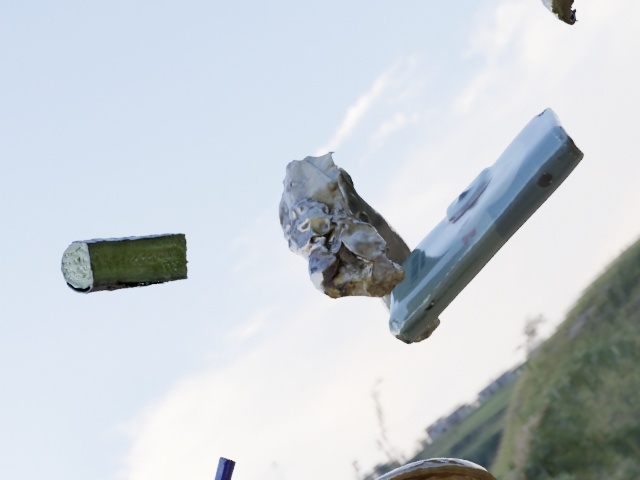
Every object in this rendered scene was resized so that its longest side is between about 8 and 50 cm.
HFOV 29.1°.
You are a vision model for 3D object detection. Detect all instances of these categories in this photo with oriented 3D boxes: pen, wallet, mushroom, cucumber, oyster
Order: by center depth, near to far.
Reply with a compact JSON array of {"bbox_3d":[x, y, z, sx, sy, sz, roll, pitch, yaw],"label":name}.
[{"bbox_3d":[0.006,-0.004,1.637,0.107,0.233,0.162,-26,-36,-27],"label":"oyster"},{"bbox_3d":[0.225,-0.026,1.726,0.360,0.083,0.252,-49,6,16],"label":"wallet"},{"bbox_3d":[-0.281,0.032,1.803,0.062,0.078,0.211,-8,-2,35],"label":"cucumber"},{"bbox_3d":[0.092,0.027,1.925,0.097,0.351,0.109,-10,42,39],"label":"mushroom"},{"bbox_3d":[-0.200,0.524,2.220,0.033,0.033,0.269,39,-117,-67],"label":"pen"}]

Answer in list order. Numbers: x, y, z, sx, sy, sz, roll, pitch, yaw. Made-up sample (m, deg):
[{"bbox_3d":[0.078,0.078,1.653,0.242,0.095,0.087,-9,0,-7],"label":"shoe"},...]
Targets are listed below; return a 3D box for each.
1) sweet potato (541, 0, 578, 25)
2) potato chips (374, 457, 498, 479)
[{"bbox_3d":[0.364,-0.521,1.829,0.130,0.130,0.423,66,-144,-67],"label":"sweet potato"},{"bbox_3d":[0.126,0.318,1.518,0.150,0.049,0.201,39,-58,-23],"label":"potato chips"}]
